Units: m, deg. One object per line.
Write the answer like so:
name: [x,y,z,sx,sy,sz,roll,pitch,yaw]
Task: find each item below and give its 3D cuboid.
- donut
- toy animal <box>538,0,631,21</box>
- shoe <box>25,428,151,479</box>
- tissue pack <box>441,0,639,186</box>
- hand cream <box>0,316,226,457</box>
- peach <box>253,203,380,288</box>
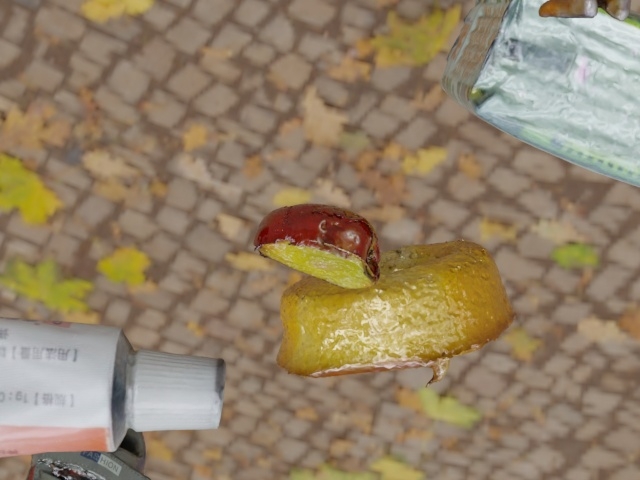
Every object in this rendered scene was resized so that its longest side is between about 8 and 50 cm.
donut: [0.074,0.077,1.711,0.253,0.253,0.118,-11,99,26]
toy animal: [0.216,-0.260,0.993,0.225,0.284,0.302,17,109,4]
shoe: [-0.185,0.193,1.284,0.099,0.227,0.125,22,112,5]
tissue pack: [0.231,-0.129,1.403,0.228,0.311,0.128,22,97,-4]
hand cream: [-0.137,0.045,0.509,0.216,0.052,0.038,3,159,0]
peach: [0.000,0.000,1.140,0.083,0.050,0.077,6,161,18]
